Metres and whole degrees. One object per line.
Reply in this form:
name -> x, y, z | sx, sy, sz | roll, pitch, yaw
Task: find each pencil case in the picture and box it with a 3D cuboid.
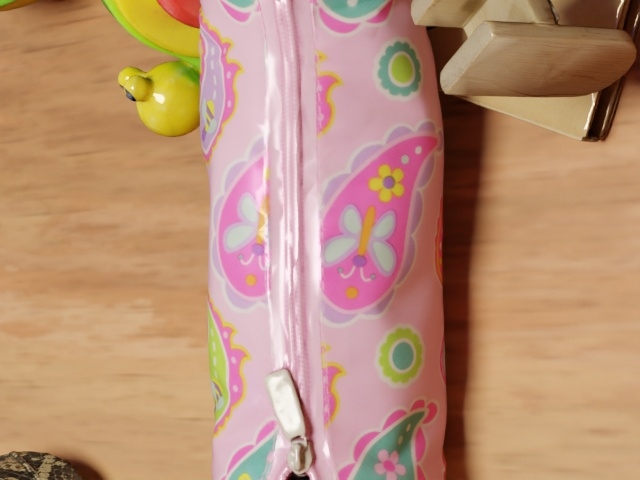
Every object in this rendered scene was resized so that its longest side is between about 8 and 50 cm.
pencil case -> 0.000, 0.000, 0.874 | 0.124, 0.124, 0.284 | 3, 95, 42

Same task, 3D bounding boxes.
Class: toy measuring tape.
toy measuring tape -> -0.050, -0.215, 0.942 | 0.121, 0.121, 0.330 | 28, 106, 39

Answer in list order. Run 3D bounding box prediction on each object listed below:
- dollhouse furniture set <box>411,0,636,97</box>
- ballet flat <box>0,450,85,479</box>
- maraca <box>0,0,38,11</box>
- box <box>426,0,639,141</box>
dollhouse furniture set -> 0.136, -0.213, 0.776 | 0.242, 0.161, 0.212 | -50, 51, 46
ballet flat -> -0.333, 0.261, 1.132 | 0.483, 0.182, 0.164 | -33, 67, 36
maraca -> -0.171, -0.215, 1.075 | 0.186, 0.099, 0.127 | -48, 57, -1
box -> 0.081, -0.155, 0.891 | 0.201, 0.021, 0.164 | 24, 104, 41
